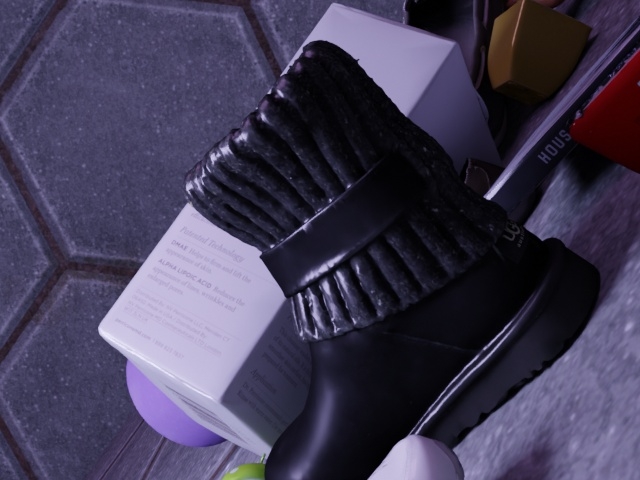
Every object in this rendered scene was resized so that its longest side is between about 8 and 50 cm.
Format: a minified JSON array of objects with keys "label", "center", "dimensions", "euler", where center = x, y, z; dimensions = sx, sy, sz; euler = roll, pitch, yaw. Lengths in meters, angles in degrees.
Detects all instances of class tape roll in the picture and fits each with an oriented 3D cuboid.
[{"label":"tape roll","center":[-0.159,0.175,1.449],"dimensions":[0.080,0.189,0.189],"euler":[-47,11,45]}]

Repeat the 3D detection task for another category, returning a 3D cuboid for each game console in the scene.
[{"label":"game console","center":[0.237,-0.123,0.721],"dimensions":[0.144,0.124,0.085],"euler":[-51,35,28]}]

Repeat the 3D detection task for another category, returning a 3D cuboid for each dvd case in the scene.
[{"label":"dvd case","center":[0.231,-0.134,0.841],"dimensions":[0.239,0.029,0.179],"euler":[-52,-5,37]}]

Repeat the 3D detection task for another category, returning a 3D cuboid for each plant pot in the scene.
[{"label":"plant pot","center":[0.220,-0.190,1.125],"dimensions":[0.081,0.081,0.083],"euler":[156,134,-75]}]

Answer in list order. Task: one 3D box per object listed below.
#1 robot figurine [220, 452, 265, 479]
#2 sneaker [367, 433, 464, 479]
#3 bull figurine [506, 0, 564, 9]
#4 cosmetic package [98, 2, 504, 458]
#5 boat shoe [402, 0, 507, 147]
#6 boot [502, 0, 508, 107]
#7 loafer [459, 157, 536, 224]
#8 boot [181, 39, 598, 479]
[{"label":"robot figurine","center":[-0.056,0.241,0.916],"dimensions":[0.101,0.067,0.115],"euler":[-45,36,35]},{"label":"sneaker","center":[-0.024,0.231,0.615],"dimensions":[0.297,0.129,0.111],"euler":[-54,6,-4]},{"label":"bull figurine","center":[0.318,-0.364,1.177],"dimensions":[0.188,0.101,0.310],"euler":[-49,10,-37]},{"label":"cosmetic package","center":[0.000,0.000,1.004],"dimensions":[0.385,0.156,0.217],"euler":[-56,-33,-17]},{"label":"boat shoe","center":[0.148,-0.242,1.224],"dimensions":[0.112,0.095,0.335],"euler":[-18,52,20]},{"label":"boot","center":[0.191,-0.176,1.282],"dimensions":[0.305,0.112,0.115],"euler":[-51,38,-12]},{"label":"loafer","center":[0.099,0.018,0.958],"dimensions":[0.220,0.078,0.080],"euler":[-55,8,0]},{"label":"boot","center":[-0.005,0.048,0.779],"dimensions":[0.348,0.260,0.131],"euler":[-50,9,30]}]
